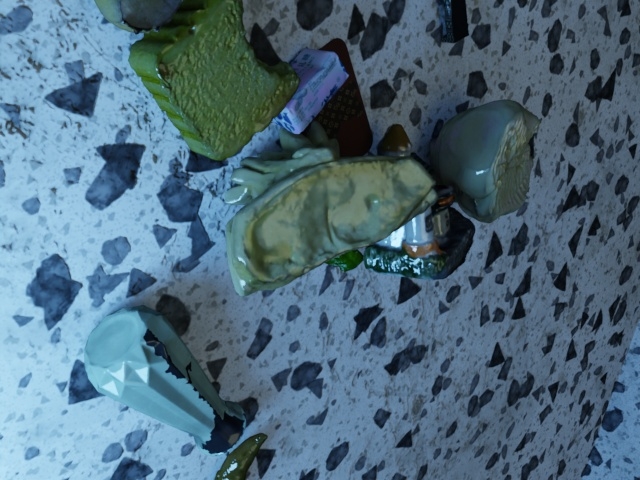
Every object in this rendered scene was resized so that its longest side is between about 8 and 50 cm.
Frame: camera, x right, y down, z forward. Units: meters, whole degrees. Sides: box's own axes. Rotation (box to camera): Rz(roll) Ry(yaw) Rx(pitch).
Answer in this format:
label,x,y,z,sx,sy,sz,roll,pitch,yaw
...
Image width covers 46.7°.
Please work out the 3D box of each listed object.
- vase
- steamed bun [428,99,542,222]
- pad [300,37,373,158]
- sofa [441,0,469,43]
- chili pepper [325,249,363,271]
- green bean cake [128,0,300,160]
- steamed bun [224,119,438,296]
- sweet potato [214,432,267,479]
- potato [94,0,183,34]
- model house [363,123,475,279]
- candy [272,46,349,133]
label,x,y,z,sx,sy,sz,roll,pitch,yaw
vase,-0.263,0.261,1.322,0.165,0.165,0.360,-52,138,-17
steamed bun,0.371,-0.191,1.727,0.275,0.206,0.320,-38,138,-38
pad,0.022,-0.256,1.499,0.181,0.004,0.267,-41,131,-25
sofa,0.294,-0.503,1.645,0.060,0.039,0.118,-35,127,-32
chili pepper,-0.001,0.000,1.507,0.253,0.099,0.083,32,73,-46
green bean cake,-0.171,-0.281,1.212,0.233,0.124,0.236,-48,133,-19
steamed bun,-0.020,-0.086,1.359,0.428,0.189,0.247,-28,110,-22
sweet potato,-0.199,0.513,1.542,0.274,0.067,0.067,-55,135,-7
potato,-0.274,-0.424,1.076,0.138,0.098,0.243,-21,112,-43
model house,0.207,-0.098,1.576,0.271,0.190,0.301,-37,125,-53
candy,-0.032,-0.278,1.368,0.160,0.092,0.073,-52,140,-19
